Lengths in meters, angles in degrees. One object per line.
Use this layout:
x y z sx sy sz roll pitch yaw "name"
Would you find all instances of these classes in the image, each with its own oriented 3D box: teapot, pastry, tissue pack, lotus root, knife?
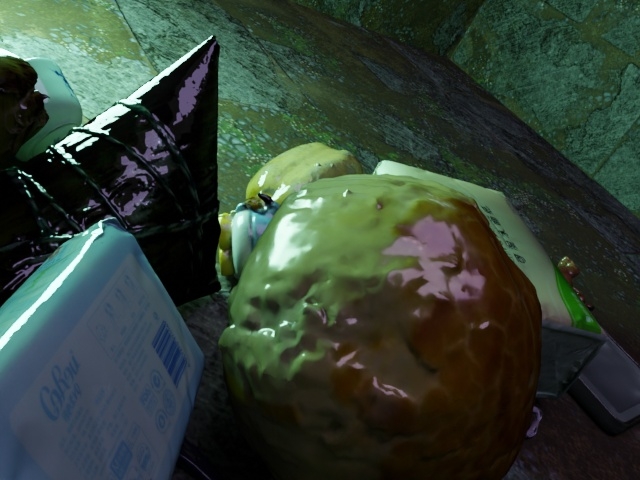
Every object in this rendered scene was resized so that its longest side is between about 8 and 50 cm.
-0.423 -0.177 0.894 0.158 0.159 0.232 32 8 2 "teapot"
0.080 0.114 0.659 0.312 0.389 0.388 11 25 19 "pastry"
-0.174 0.116 0.429 0.263 0.089 0.177 -86 152 -65 "tissue pack"
-0.037 -0.084 1.090 0.169 0.152 0.342 20 31 21 "lotus root"
0.262 0.062 1.081 0.331 0.205 0.405 11 34 -23 "tissue pack"
-0.134 0.244 0.641 0.121 0.018 0.031 38 24 10 "knife"

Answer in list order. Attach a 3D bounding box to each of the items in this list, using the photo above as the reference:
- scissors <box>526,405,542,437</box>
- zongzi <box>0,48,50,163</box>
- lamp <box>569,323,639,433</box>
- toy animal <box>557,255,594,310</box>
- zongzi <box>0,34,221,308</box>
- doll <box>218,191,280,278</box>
0.288 0.286 0.923 0.188 0.100 0.015 -18 12 -38 "scissors"
-0.395 -0.034 0.578 0.145 0.300 0.273 12 21 30 "zongzi"
0.563 0.254 1.221 0.268 0.047 0.267 0 42 -42 "lamp"
0.472 0.072 1.345 0.312 0.097 0.157 30 29 24 "toy animal"
-0.232 -0.058 0.678 0.319 0.363 0.383 28 27 34 "zongzi"
0.000 0.000 0.926 0.313 0.177 0.141 -2 12 -5 "doll"
